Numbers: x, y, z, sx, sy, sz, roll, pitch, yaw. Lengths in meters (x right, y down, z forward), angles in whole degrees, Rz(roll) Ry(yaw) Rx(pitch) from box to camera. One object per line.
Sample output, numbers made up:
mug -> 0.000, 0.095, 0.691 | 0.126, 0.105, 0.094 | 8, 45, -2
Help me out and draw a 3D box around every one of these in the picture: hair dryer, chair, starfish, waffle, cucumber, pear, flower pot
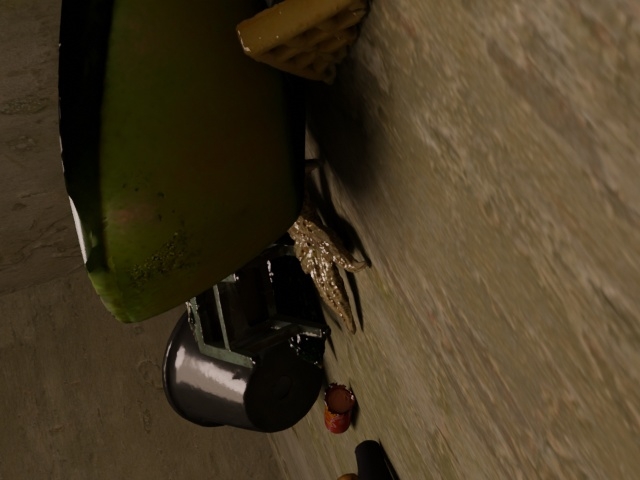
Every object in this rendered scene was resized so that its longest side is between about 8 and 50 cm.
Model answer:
hair dryer -> 0.097, 0.392, 1.247 | 0.195, 0.075, 0.219 | -105, -3, -48
chair -> -0.128, 0.072, 1.317 | 0.270, 0.147, 0.136 | 9, 113, 49
starfish -> 0.000, 0.000, 1.109 | 0.277, 0.062, 0.235 | 47, 159, 57
waffle -> 0.021, -0.172, 0.786 | 0.191, 0.125, 0.032 | -3, -110, -66
cucumber -> -0.057, 0.047, 1.394 | 0.072, 0.072, 0.300 | 150, 102, -80
pear -> -0.102, -0.120, 0.904 | 0.399, 0.165, 0.398 | 0, -90, -87
flower pot -> -0.106, 0.210, 1.553 | 0.166, 0.269, 0.269 | 26, 136, 49

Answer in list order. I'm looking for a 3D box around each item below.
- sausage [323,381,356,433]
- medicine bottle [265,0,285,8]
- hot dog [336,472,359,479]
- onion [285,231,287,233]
sausage -> 0.025, 0.251, 1.393 | 0.050, 0.048, 0.145 | 29, 158, 12
medicine bottle -> -0.031, -0.235, 0.802 | 0.058, 0.058, 0.091 | 92, 158, -62
hot dog -> 0.044, 0.462, 1.590 | 0.249, 0.068, 0.100 | 90, 160, -59
onion -> -0.139, -0.059, 1.220 | 0.227, 0.120, 0.283 | 34, -167, -22
